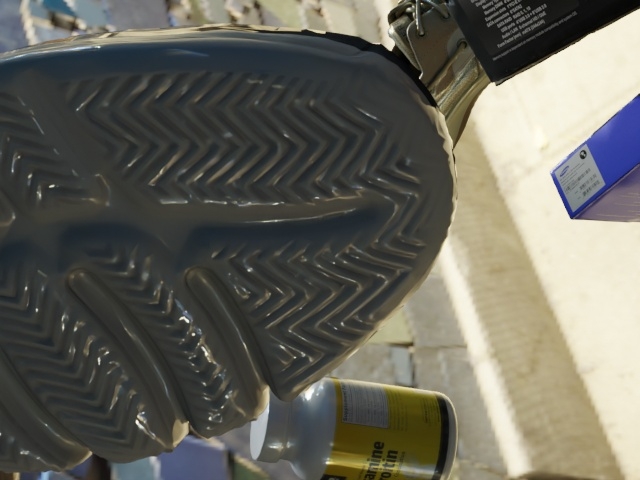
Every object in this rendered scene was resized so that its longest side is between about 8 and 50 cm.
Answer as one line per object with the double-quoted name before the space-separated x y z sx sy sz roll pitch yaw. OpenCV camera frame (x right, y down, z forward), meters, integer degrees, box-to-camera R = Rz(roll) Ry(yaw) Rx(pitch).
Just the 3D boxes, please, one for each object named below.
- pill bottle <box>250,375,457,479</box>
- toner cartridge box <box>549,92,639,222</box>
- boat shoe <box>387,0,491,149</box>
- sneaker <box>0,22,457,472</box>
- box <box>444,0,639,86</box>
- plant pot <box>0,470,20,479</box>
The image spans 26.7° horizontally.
"pill bottle" 0.030 0.185 1.289 0.103 0.184 0.103 -171 90 -77
"toner cartridge box" 0.465 -0.092 1.665 0.165 0.348 0.075 -43 56 42
"boat shoe" 0.114 -0.190 1.287 0.302 0.098 0.109 -63 28 25
"sneaker" -0.115 -0.012 0.427 0.321 0.124 0.180 -17 28 13
"box" 0.113 -0.256 0.649 0.293 0.073 0.295 59 149 -3
"plant pot" -0.415 0.237 1.281 0.237 0.237 0.110 -61 9 16
